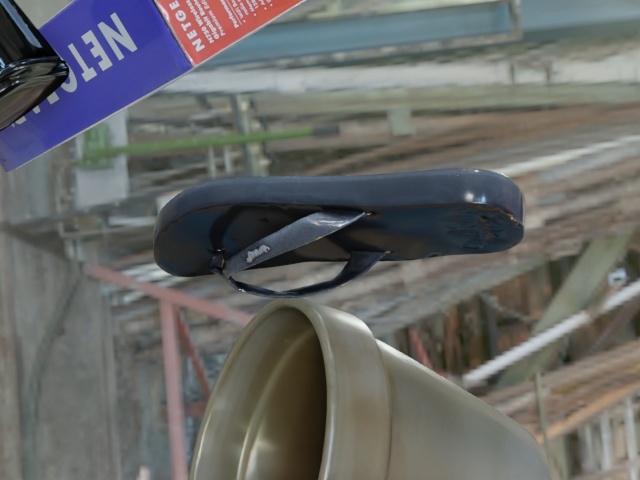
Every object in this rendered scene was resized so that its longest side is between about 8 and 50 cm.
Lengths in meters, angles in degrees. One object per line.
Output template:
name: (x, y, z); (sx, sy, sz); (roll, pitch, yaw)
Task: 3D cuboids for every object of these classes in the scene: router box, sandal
router box: (-0.092, -0.190, 0.966); (0.301, 0.335, 0.082); (-38, 103, -35)
sandal: (0.000, 0.000, 0.771); (0.097, 0.254, 0.054); (44, 46, -54)

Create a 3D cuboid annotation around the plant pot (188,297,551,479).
plant pot: (0.054, 0.242, 1.176); (0.323, 0.280, 0.323); (-46, -145, 46)

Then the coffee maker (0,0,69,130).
coffee maker: (-0.264, -0.146, 0.766); (0.178, 0.120, 0.171); (55, 42, 2)
